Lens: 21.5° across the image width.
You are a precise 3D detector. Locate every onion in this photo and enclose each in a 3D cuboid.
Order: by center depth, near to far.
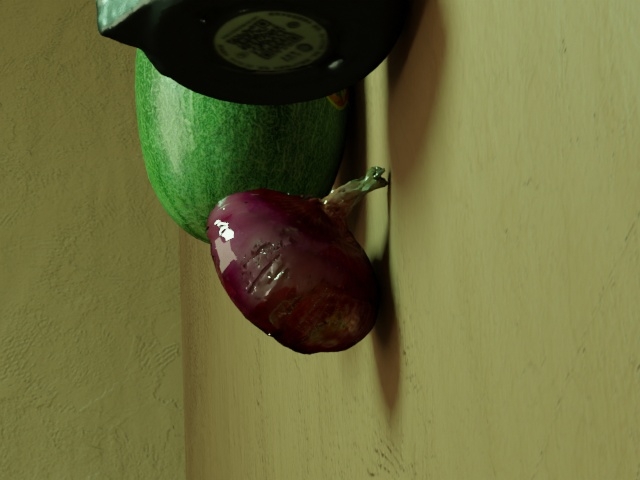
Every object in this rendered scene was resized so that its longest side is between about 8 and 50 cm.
[{"bbox_3d":[0.000,0.000,1.247,0.140,0.150,0.150,-45,27,19],"label":"onion"}]

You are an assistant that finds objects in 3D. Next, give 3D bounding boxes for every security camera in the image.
[{"bbox_3d":[-0.039,-0.257,1.217,0.197,0.191,0.277,-28,55,44],"label":"security camera"}]

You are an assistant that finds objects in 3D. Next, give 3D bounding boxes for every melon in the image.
[{"bbox_3d":[-0.065,-0.133,1.409,0.182,0.182,0.288,123,143,-74],"label":"melon"}]
